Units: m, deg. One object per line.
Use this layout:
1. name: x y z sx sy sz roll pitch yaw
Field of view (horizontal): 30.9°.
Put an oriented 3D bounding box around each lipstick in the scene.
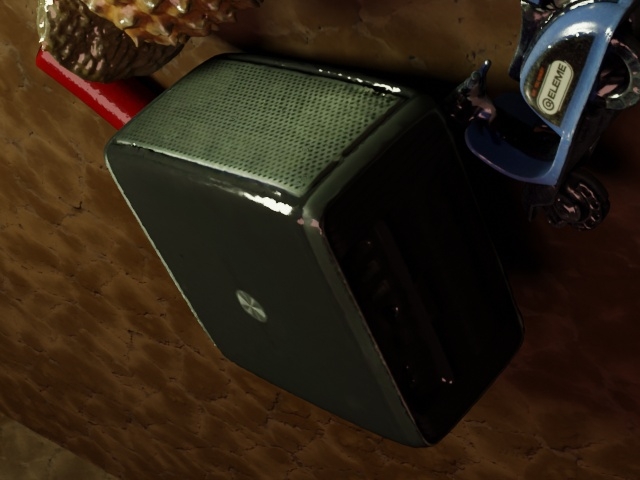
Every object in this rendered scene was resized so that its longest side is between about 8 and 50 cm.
1. lipstick: -0.274 -0.194 1.578 0.241 0.080 0.080 40 146 -4

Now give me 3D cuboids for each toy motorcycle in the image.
1. toy motorcycle: 0.225 -0.158 1.146 0.213 0.125 0.358 34 145 20

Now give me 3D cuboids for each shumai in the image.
1. shumai: -0.261 -0.293 1.378 0.175 0.206 0.166 46 120 37

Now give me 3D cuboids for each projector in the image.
1. projector: 0.000 0.000 1.373 0.405 0.242 0.395 18 143 46

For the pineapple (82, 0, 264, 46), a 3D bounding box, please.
1. pineapple: -0.087 -0.338 1.145 0.357 0.223 0.223 -18 120 38
